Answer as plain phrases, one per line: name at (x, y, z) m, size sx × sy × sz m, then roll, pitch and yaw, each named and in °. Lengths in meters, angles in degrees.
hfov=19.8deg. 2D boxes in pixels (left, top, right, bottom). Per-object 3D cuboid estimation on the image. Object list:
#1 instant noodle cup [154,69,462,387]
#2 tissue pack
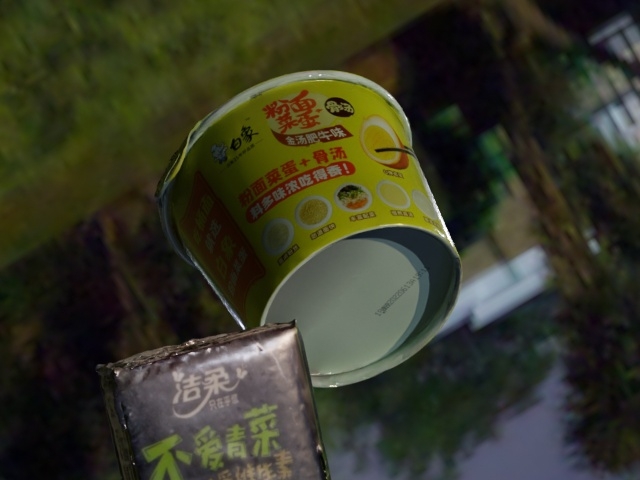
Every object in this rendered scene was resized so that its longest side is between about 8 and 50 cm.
instant noodle cup at (0.000, 0.000, 1.960) m, size 0.311 × 0.311 × 0.221 m, roll -31°, pitch -133°, yaw 1°
tissue pack at (-0.078, 0.198, 1.515) m, size 0.173 × 0.236 × 0.073 m, roll -14°, pitch -176°, yaw -24°
